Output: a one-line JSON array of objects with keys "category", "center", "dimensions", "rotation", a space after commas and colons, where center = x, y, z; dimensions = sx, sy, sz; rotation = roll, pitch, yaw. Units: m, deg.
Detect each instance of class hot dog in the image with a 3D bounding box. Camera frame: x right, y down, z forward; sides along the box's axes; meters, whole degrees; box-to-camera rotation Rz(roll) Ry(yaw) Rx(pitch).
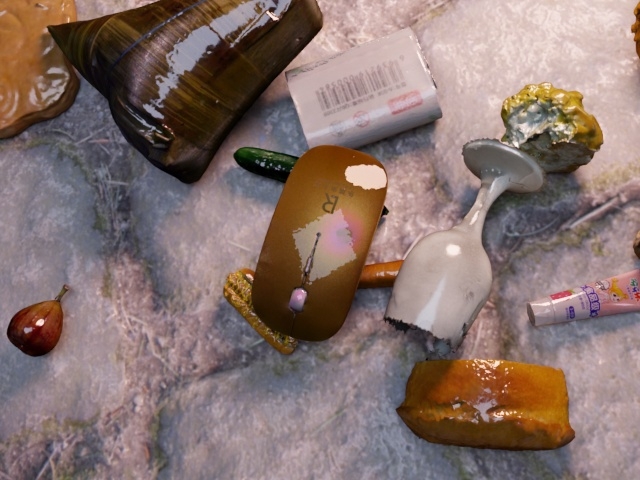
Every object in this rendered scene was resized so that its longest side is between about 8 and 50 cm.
[{"category": "hot dog", "center": [-0.091, 0.110, 1.093], "dimensions": [0.165, 0.045, 0.071], "rotation": [42, 89, 14]}]

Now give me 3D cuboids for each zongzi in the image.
[{"category": "zongzi", "center": [-0.245, -0.376, 1.148], "dimensions": [0.403, 0.208, 0.432], "rotation": [-47, 69, 6]}]

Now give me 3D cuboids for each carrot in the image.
[{"category": "carrot", "center": [0.046, 0.060, 1.084], "dimensions": [0.248, 0.043, 0.043], "rotation": [-6, 76, 11]}]

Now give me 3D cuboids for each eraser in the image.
[{"category": "eraser", "center": [0.071, -0.246, 1.130], "dimensions": [0.227, 0.081, 0.174], "rotation": [-19, 70, 6]}]

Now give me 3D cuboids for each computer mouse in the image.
[{"category": "computer mouse", "center": [0.000, 0.000, 1.042], "dimensions": [0.158, 0.072, 0.310], "rotation": [18, 84, 10]}]

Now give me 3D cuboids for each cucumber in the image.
[{"category": "cucumber", "center": [-0.018, -0.101, 1.125], "dimensions": [0.284, 0.056, 0.056], "rotation": [22, 82, 12]}]

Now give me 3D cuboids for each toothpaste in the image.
[{"category": "toothpaste", "center": [0.412, 0.091, 1.016], "dimensions": [0.194, 0.043, 0.067], "rotation": [-14, 72, 1]}]

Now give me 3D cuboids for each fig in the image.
[{"category": "fig", "center": [-0.468, 0.132, 1.147], "dimensions": [0.089, 0.089, 0.125], "rotation": [22, 54, 14]}]

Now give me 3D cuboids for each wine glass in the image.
[{"category": "wine glass", "center": [0.209, 0.008, 0.998], "dimensions": [0.143, 0.143, 0.321], "rotation": [28, 75, 15]}]

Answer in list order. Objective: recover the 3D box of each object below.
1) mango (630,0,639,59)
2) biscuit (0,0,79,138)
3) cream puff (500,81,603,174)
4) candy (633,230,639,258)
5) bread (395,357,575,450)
[{"category": "mango", "center": [0.616, -0.316, 0.998], "dimensions": [0.287, 0.201, 0.152], "rotation": [7, 98, 23]}, {"category": "biscuit", "center": [-0.653, -0.363, 1.293], "dimensions": [0.385, 0.062, 0.365], "rotation": [-11, 76, 7]}, {"category": "cream puff", "center": [0.354, -0.177, 1.037], "dimensions": [0.121, 0.156, 0.156], "rotation": [-6, 73, -29]}, {"category": "candy", "center": [0.524, -0.011, 0.997], "dimensions": [0.095, 0.085, 0.110], "rotation": [22, 78, 4]}, {"category": "bread", "center": [0.236, 0.232, 0.963], "dimensions": [0.260, 0.134, 0.129], "rotation": [1, 76, 10]}]
